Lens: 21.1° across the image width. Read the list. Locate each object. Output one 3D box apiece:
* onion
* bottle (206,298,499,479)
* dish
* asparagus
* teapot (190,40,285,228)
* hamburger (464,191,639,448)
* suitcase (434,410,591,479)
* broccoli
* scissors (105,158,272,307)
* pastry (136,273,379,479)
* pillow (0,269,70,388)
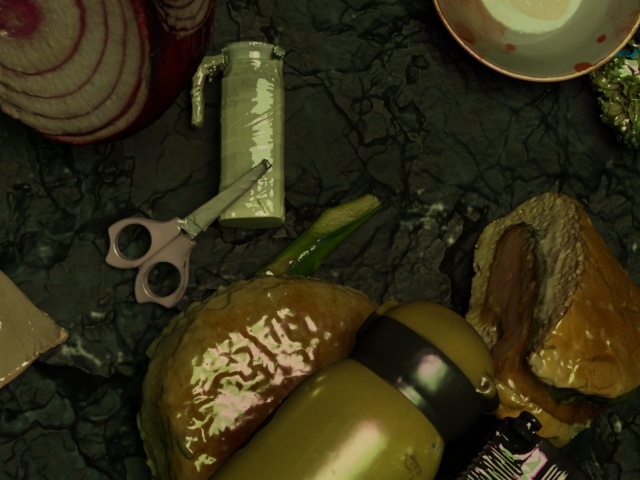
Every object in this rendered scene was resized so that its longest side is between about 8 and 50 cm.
[{"bbox_3d":[-0.236,-0.285,1.754,0.337,0.282,0.260,57,40,-21],"label":"onion"},{"bbox_3d":[0.026,0.208,1.669,0.171,0.171,0.351,45,75,-5],"label":"bottle"},{"bbox_3d":[0.249,-0.307,1.996,0.260,0.085,0.260,0,86,-3],"label":"dish"},{"bbox_3d":[0.000,0.000,1.909,0.178,0.041,0.045,-41,89,-19],"label":"asparagus"},{"bbox_3d":[-0.091,-0.116,1.887,0.107,0.077,0.200,0,81,2],"label":"teapot"},{"bbox_3d":[0.276,0.102,1.873,0.162,0.330,0.209,-34,115,22],"label":"hamburger"},{"bbox_3d":[0.150,0.313,1.743,0.152,0.335,0.229,42,76,1],"label":"suitcase"},{"bbox_3d":[0.392,-0.190,1.993,0.154,0.160,0.167,38,52,7],"label":"broccoli"},{"bbox_3d":[-0.134,-0.019,1.833,0.212,0.021,0.110,-39,91,11],"label":"scissors"},{"bbox_3d":[-0.043,0.185,1.805,0.329,0.136,0.330,1,87,-19],"label":"pastry"},{"bbox_3d":[-0.406,0.048,1.768,0.173,0.067,0.270,-42,95,-23],"label":"pillow"}]
